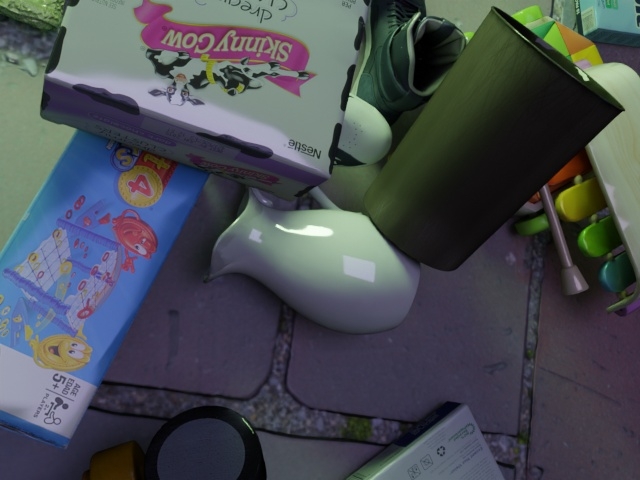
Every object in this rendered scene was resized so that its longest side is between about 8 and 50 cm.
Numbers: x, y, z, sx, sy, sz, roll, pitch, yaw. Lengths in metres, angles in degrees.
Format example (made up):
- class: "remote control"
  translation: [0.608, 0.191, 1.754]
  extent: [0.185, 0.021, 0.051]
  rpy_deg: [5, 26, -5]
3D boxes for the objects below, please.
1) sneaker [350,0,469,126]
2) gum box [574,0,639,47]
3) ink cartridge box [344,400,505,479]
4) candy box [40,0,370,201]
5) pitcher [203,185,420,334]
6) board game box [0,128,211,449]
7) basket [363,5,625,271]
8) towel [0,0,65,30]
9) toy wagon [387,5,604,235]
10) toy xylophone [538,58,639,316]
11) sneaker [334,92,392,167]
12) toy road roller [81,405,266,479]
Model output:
- class: "sneaker"
  translation: [0.109, -0.244, 0.791]
  extent: [0.086, 0.163, 0.226]
  rpy_deg: [16, 75, -18]
- class: "gum box"
  translation: [0.456, -0.369, 1.021]
  extent: [0.185, 0.041, 0.156]
  rpy_deg: [0, 82, -24]
- class: "ink cartridge box"
  translation: [0.124, 0.333, 0.771]
  extent: [0.223, 0.045, 0.223]
  rpy_deg: [-29, 95, -23]
- class: "candy box"
  translation: [-0.058, -0.143, 0.423]
  extent: [0.165, 0.070, 0.196]
  rpy_deg: [17, 75, -20]
- class: "pitcher"
  translation: [0.000, 0.000, 0.739]
  extent: [0.207, 0.125, 0.177]
  rpy_deg: [20, 59, -8]
- class: "board game box"
  translation: [-0.177, -0.011, 0.556]
  extent: [0.086, 0.302, 0.308]
  rpy_deg: [30, 72, -17]
- class: "basket"
  translation: [0.159, -0.092, 0.692]
  extent: [0.154, 0.227, 0.204]
  rpy_deg: [36, 26, -4]
- class: "towel"
  translation: [-0.322, -0.278, 0.686]
  extent: [0.148, 0.027, 0.110]
  rpy_deg: [17, 75, -19]
- class: "toy wagon"
  translation: [0.243, -0.142, 0.882]
  extent: [0.345, 0.068, 0.267]
  rpy_deg: [-27, 93, -24]
- class: "toy xylophone"
  translation: [0.332, -0.063, 0.826]
  extent: [0.236, 0.081, 0.322]
  rpy_deg: [-14, 88, -23]
- class: "sneaker"
  translation: [-0.028, -0.128, 0.700]
  extent: [0.235, 0.153, 0.094]
  rpy_deg: [27, 103, -12]
- class: "toy road roller"
  translation: [-0.128, 0.319, 0.542]
  extent: [0.241, 0.202, 0.329]
  rpy_deg: [-16, 49, -11]
